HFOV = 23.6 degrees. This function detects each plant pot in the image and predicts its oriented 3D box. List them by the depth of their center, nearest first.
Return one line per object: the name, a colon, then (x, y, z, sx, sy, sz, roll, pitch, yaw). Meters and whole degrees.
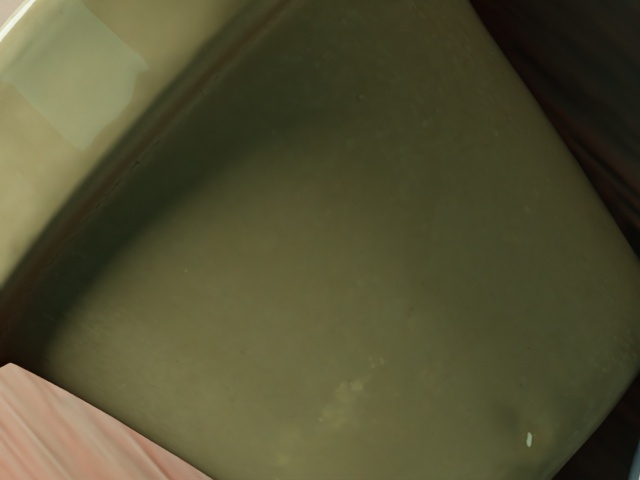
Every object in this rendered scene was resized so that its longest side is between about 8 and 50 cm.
plant pot: (0.000, 0.000, 0.590, 0.229, 0.263, 0.263, 43, 103, 1)

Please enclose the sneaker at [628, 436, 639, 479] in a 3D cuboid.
sneaker: (0.226, 0.042, 0.507, 0.282, 0.153, 0.099, -44, 44, 15)
